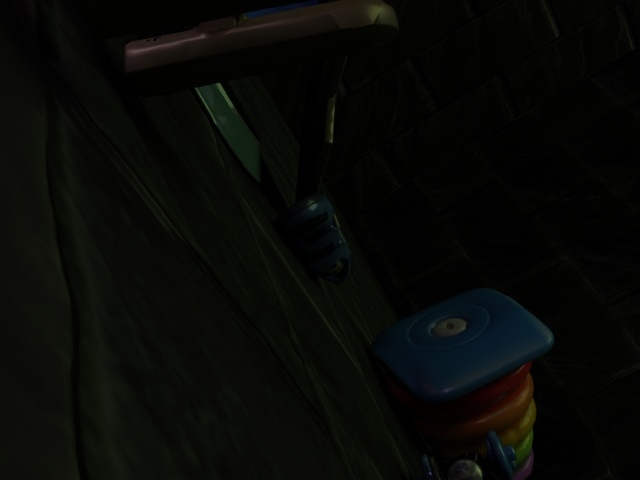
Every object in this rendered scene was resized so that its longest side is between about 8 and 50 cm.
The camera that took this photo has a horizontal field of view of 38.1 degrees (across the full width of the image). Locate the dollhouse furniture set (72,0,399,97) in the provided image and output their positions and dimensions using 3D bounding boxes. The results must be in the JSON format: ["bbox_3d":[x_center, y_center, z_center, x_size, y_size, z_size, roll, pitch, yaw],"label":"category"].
[{"bbox_3d":[-0.016,-0.280,0.509,0.394,0.257,0.362,157,-80,-85],"label":"dollhouse furniture set"}]

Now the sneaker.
[{"bbox_3d":[0.000,0.000,0.875,0.059,0.053,0.144,63,5,21],"label":"sneaker"}]

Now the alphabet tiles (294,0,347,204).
[{"bbox_3d":[0.005,-0.191,1.022,0.285,0.011,0.342,109,-12,-57],"label":"alphabet tiles"}]

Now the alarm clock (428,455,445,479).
[{"bbox_3d":[0.090,0.187,0.462,0.129,0.064,0.192,57,7,-41],"label":"alarm clock"}]

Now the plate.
[{"bbox_3d":[-0.098,-0.140,0.882,0.188,0.024,0.188,58,3,-4],"label":"plate"}]

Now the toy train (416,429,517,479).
[{"bbox_3d":[0.126,0.213,0.723,0.184,0.080,0.105,58,12,-69],"label":"toy train"}]

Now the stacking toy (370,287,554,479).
[{"bbox_3d":[0.181,0.221,1.040,0.175,0.166,0.301,40,-29,64],"label":"stacking toy"}]

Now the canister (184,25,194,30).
[{"bbox_3d":[-0.094,-0.299,1.080,0.126,0.170,0.073,61,4,17],"label":"canister"}]

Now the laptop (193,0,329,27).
[{"bbox_3d":[-0.115,-0.304,0.850,0.234,0.137,0.264,52,-2,8],"label":"laptop"}]
